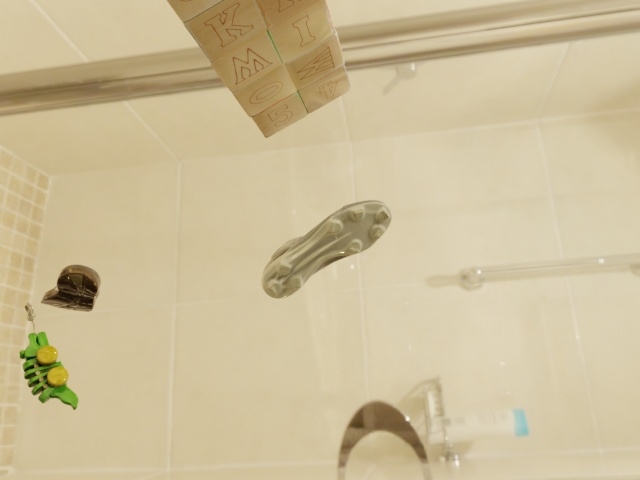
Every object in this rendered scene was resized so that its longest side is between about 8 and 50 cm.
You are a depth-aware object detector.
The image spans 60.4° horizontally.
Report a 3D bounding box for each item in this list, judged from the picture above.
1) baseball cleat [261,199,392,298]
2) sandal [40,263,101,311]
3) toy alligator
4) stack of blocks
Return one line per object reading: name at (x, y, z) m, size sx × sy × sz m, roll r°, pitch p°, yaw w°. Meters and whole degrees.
baseball cleat at (0.000, 0.000, 0.775) m, size 0.072 × 0.206 × 0.109 m, roll 59°, pitch 0°, yaw -19°
sandal at (-0.438, 0.078, 0.978) m, size 0.219 × 0.090 × 0.060 m, roll -40°, pitch -142°, yaw 52°
toy alligator at (-0.427, 0.181, 0.831) m, size 0.189 × 0.051 × 0.056 m, roll 54°, pitch -40°, yaw 17°
stack of blocks at (-0.075, -0.207, 0.346) m, size 0.171 × 0.087 × 0.297 m, roll 62°, pitch 3°, yaw 16°
